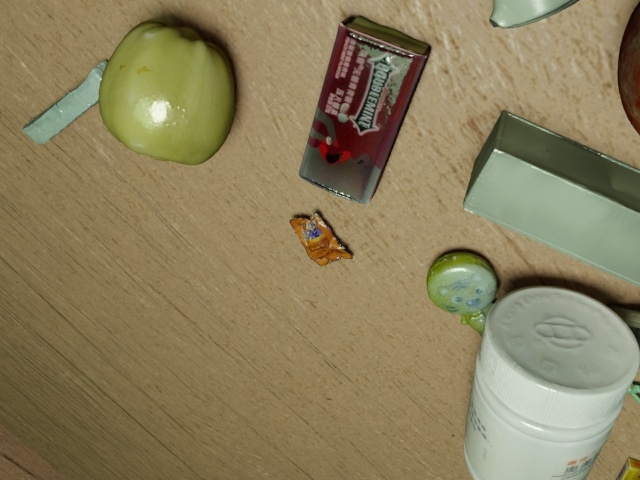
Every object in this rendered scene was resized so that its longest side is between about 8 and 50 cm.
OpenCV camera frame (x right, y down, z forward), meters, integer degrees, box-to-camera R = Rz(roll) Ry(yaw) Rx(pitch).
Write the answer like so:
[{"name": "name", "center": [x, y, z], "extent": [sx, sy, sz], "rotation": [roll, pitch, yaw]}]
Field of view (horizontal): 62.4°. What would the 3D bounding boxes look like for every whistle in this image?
[{"name": "whistle", "center": [0.241, 0.097, 0.823], "extent": [0.104, 0.057, 0.198], "rotation": [-25, 117, 29]}]

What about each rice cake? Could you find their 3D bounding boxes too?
[{"name": "rice cake", "center": [-0.427, -0.227, 0.898], "extent": [0.245, 0.042, 0.045], "rotation": [-20, 125, 32]}]

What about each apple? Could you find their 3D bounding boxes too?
[{"name": "apple", "center": [-0.209, -0.197, 0.735], "extent": [0.200, 0.200, 0.200], "rotation": [12, 126, 17]}]

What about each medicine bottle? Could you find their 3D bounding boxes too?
[{"name": "medicine bottle", "center": [0.314, 0.235, 0.764], "extent": [0.190, 0.190, 0.332], "rotation": [9, 134, 18]}]

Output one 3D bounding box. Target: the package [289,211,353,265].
[{"name": "package", "center": [-0.001, 0.001, 0.871], "extent": [0.077, 0.033, 0.110], "rotation": [-23, 116, 24]}]

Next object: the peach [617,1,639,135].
[{"name": "peach", "center": [0.395, -0.166, 0.453], "extent": [0.252, 0.252, 0.252], "rotation": [12, 126, 17]}]

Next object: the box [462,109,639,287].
[{"name": "box", "center": [0.299, -0.055, 0.637], "extent": [0.225, 0.129, 0.086], "rotation": [25, 129, 7]}]

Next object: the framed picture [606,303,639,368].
[{"name": "framed picture", "center": [0.527, 0.194, 0.642], "extent": [0.240, 0.020, 0.324], "rotation": [50, 170, -14]}]

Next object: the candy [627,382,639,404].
[{"name": "candy", "center": [0.477, 0.234, 0.816], "extent": [0.201, 0.060, 0.060], "rotation": [41, 129, -18]}]

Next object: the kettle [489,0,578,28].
[{"name": "kettle", "center": [0.214, -0.309, 0.536], "extent": [0.098, 0.127, 0.148], "rotation": [12, 137, 58]}]

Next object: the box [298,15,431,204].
[{"name": "box", "center": [0.053, -0.168, 0.710], "extent": [0.120, 0.069, 0.224], "rotation": [25, 127, 6]}]

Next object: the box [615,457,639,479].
[{"name": "box", "center": [0.565, 0.449, 0.933], "extent": [0.089, 0.022, 0.156], "rotation": [12, 126, 18]}]
